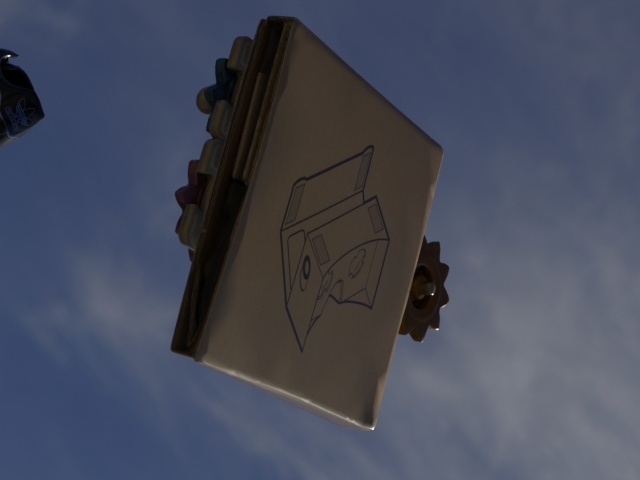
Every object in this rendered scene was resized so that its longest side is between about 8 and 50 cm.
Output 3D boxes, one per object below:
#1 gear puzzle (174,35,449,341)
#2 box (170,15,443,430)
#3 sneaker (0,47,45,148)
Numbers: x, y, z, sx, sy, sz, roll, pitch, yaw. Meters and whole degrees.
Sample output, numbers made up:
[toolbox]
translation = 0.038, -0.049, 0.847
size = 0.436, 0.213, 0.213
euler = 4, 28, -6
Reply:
[gear puzzle]
translation = 0.005, -0.018, 1.443
size = 0.044, 0.175, 0.339
euler = 2, -20, 37
[box]
translation = 0.000, 0.000, 0.950
size = 0.021, 0.164, 0.201
euler = 10, -11, 26
[sneaker]
translation = -0.300, -0.135, 1.652
size = 0.232, 0.090, 0.081
euler = -126, -162, -56
